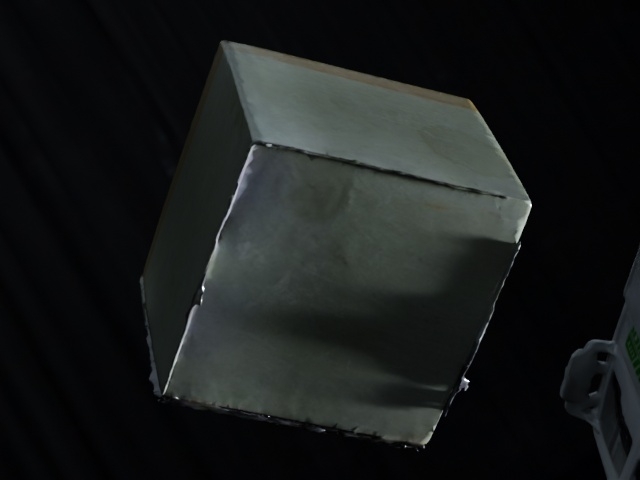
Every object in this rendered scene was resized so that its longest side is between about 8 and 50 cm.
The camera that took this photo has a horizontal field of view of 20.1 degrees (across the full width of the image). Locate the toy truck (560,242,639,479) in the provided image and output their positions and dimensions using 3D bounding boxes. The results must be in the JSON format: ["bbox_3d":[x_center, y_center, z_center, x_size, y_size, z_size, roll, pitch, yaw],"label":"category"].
[{"bbox_3d":[0.146,0.101,0.489,0.101,0.242,0.125,2,129,-12],"label":"toy truck"}]

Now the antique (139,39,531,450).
[{"bbox_3d":[0.000,0.000,0.893,0.147,0.148,0.152,12,117,-19],"label":"antique"}]
